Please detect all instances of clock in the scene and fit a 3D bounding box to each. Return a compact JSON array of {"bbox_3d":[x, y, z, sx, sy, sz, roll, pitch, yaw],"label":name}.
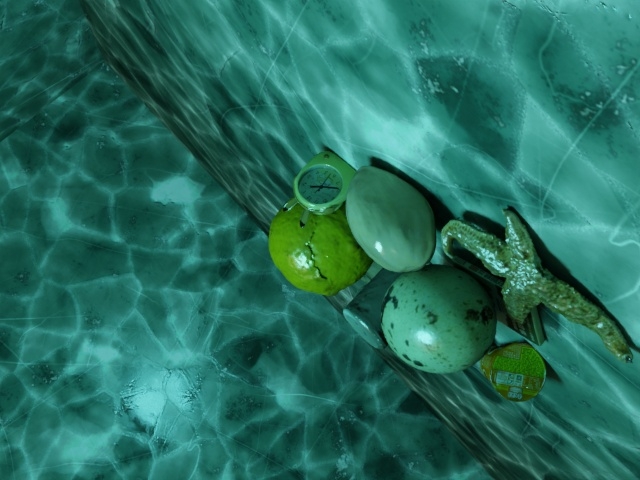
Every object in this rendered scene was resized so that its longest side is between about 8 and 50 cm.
[{"bbox_3d":[-0.004,-0.147,1.846,0.170,0.232,0.069,43,167,21],"label":"clock"}]

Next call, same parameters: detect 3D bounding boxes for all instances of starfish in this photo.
[{"bbox_3d":[0.463,0.112,1.405,0.432,0.082,0.324,47,158,-6],"label":"starfish"}]

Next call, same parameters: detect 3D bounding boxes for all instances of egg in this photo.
[{"bbox_3d":[0.311,0.206,1.634,0.288,0.287,0.379,51,169,-17],"label":"egg"}]

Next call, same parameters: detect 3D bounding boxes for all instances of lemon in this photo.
[{"bbox_3d":[0.000,0.000,2.018,0.387,0.350,0.350,16,148,56],"label":"lemon"}]

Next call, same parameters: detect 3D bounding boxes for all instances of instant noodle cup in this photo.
[{"bbox_3d":[0.554,0.377,1.839,0.168,0.168,0.185,47,175,1],"label":"instant noodle cup"}]

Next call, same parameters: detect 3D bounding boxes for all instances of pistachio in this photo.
[{"bbox_3d":[0.177,-0.060,1.621,0.332,0.207,0.226,56,130,32],"label":"pistachio"}]

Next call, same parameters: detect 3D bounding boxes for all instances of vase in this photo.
[{"bbox_3d":[0.228,0.186,1.984,0.245,0.291,0.245,44,165,15],"label":"vase"}]

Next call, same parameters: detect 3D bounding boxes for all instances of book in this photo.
[{"bbox_3d":[0.476,0.159,1.671,0.264,0.027,0.202,34,161,45],"label":"book"}]

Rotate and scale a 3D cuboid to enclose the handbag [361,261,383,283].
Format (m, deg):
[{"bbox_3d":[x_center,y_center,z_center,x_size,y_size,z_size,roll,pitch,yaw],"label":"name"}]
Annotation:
[{"bbox_3d":[0.169,0.082,2.279,0.253,0.109,0.315,48,168,-28],"label":"handbag"}]

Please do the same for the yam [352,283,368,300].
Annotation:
[{"bbox_3d":[0.261,0.269,2.496,0.330,0.133,0.133,25,155,53],"label":"yam"}]
